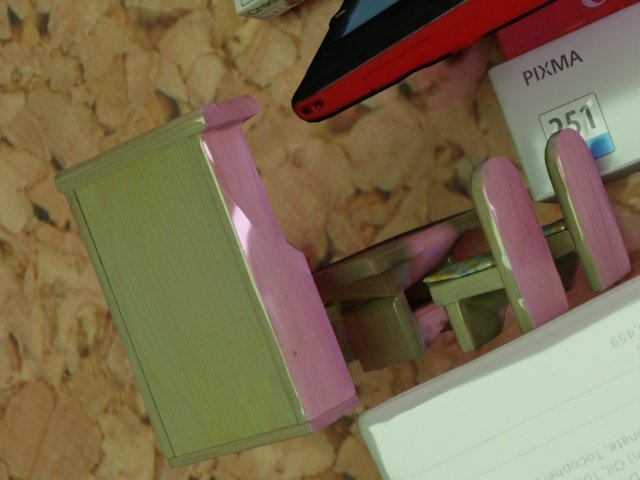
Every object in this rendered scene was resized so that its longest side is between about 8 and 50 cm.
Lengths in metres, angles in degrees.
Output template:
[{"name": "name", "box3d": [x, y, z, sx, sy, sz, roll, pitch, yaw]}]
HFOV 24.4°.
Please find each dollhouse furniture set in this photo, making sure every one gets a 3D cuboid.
[{"name": "dollhouse furniture set", "box3d": [0.000, 0.000, 1.290, 0.362, 0.394, 0.256, -19, 92, 37]}]

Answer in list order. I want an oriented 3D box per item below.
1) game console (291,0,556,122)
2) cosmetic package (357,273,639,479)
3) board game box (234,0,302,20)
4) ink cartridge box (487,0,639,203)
[{"name": "game console", "box3d": [0.147, -0.264, 1.296, 0.342, 0.386, 0.060, -25, 111, 25]}, {"name": "cosmetic package", "box3d": [0.282, 0.238, 1.163, 0.327, 0.329, 0.393, -28, 79, 12]}, {"name": "board game box", "box3d": [-0.033, -0.403, 1.515, 0.193, 0.053, 0.305, -23, 72, 44]}, {"name": "ink cartridge box", "box3d": [0.295, -0.206, 1.368, 0.296, 0.066, 0.261, -23, 79, 25]}]
